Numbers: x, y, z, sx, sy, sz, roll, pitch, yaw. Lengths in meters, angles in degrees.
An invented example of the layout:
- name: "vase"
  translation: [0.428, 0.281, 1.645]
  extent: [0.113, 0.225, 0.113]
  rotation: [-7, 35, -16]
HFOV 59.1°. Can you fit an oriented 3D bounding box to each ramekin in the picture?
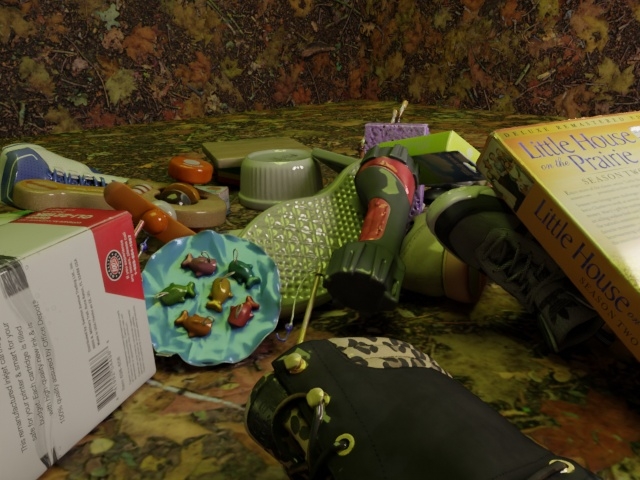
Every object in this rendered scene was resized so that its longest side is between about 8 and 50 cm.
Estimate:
- name: "ramekin"
  translation: [-0.093, -0.149, 1.330]
  extent: [0.207, 0.109, 0.207]
  rotation: [-2, 19, 1]

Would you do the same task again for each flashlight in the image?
- name: "flashlight"
  translation: [0.074, -0.027, 0.802]
  extent: [0.103, 0.103, 0.304]
  rotation: [-24, 25, 33]

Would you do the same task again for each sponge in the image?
- name: "sponge"
  translation: [0.139, -0.116, 1.072]
  extent: [0.117, 0.210, 0.031]
  rotation: [7, 19, 20]

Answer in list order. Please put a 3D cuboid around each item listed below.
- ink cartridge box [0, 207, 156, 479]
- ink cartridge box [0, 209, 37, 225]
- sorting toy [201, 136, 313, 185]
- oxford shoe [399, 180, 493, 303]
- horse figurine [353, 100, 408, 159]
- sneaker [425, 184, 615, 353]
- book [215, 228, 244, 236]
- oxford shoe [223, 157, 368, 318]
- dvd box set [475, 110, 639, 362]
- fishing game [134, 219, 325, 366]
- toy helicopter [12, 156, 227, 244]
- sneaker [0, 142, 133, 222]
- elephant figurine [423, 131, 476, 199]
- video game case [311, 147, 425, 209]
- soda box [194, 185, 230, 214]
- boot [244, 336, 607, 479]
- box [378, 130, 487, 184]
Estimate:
- name: "ink cartridge box"
  translation: [-0.285, 0.100, 0.510]
  extent: [0.114, 0.197, 0.273]
  rotation: [4, 20, 18]
- name: "ink cartridge box"
  translation: [-0.484, 0.020, 0.907]
  extent: [0.154, 0.093, 0.212]
  rotation: [-12, 24, -30]
- name: "sorting toy"
  translation: [-0.175, -0.213, 1.547]
  extent: [0.257, 0.089, 0.255]
  rotation: [-8, 21, -18]
- name: "oxford shoe"
  translation: [0.218, -0.026, 0.929]
  extent: [0.146, 0.140, 0.397]
  rotation: [2, 18, 27]
- name: "horse figurine"
  translation: [0.147, -0.200, 1.300]
  extent: [0.066, 0.174, 0.263]
  rotation: [23, -19, 15]
- name: "sneaker"
  translation: [0.248, 0.038, 0.667]
  extent: [0.268, 0.101, 0.153]
  rotation: [27, 27, -25]
- name: "book"
  translation: [-0.156, 0.011, 1.002]
  extent: [0.096, 0.035, 0.144]
  rotation: [-5, 19, 1]
- name: "oxford shoe"
  translation: [0.000, 0.000, 0.902]
  extent: [0.169, 0.130, 0.449]
  rotation: [46, 40, 2]
- name: "dvd box set"
  translation: [0.405, 0.016, 0.605]
  extent: [0.307, 0.062, 0.420]
  rotation: [-11, 52, -24]
- name: "fishing game"
  translation: [-0.137, 0.062, 0.686]
  extent: [0.264, 0.041, 0.189]
  rotation: [18, 56, 5]
- name: "toy helicopter"
  translation: [-0.337, -0.059, 0.984]
  extent: [0.355, 0.140, 0.235]
  rotation: [3, 23, -26]
- name: "sneaker"
  translation: [-0.457, -0.099, 1.107]
  extent: [0.182, 0.127, 0.315]
  rotation: [11, -2, 16]
- name: "elephant figurine"
  translation: [0.297, -0.157, 1.290]
  extent: [0.239, 0.169, 0.186]
  rotation: [21, 54, 14]
- name: "video game case"
  translation: [0.102, -0.135, 1.251]
  extent: [0.193, 0.023, 0.212]
  rotation: [30, -1, -36]
- name: "soda box"
  translation: [-0.293, -0.083, 1.227]
  extent: [0.183, 0.063, 0.058]
  rotation: [2, 20, 12]
- name: "boot"
  translation: [0.023, 0.181, 0.349]
  extent: [0.377, 0.138, 0.284]
  rotation: [-8, 21, -28]
- name: "box"
  translation: [0.188, -0.132, 0.931]
  extent: [0.109, 0.042, 0.178]
  rotation: [26, -15, -37]
